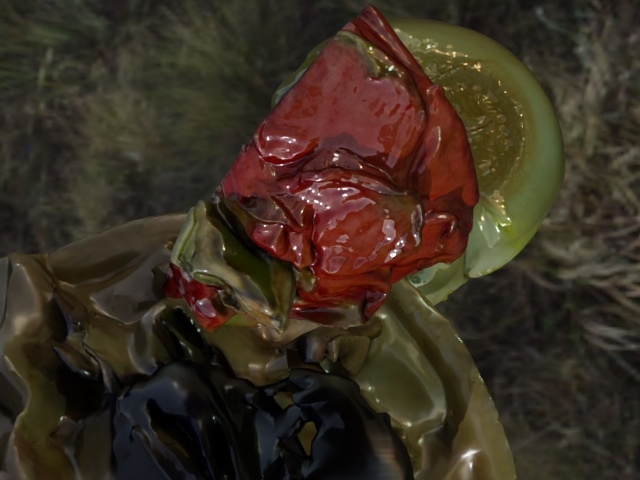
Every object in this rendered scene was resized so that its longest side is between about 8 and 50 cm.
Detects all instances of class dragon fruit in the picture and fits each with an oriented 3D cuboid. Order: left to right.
[{"bbox_3d":[0.000,0.000,0.531,0.083,0.106,0.162,45,162,2],"label":"dragon fruit"}]

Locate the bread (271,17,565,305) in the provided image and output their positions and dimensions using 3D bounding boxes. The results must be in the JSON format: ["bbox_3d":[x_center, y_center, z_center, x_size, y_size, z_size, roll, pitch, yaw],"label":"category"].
[{"bbox_3d":[0.058,-0.054,0.977,0.105,0.213,0.213,124,135,-66],"label":"bread"}]

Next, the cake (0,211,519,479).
[{"bbox_3d":[-0.053,0.144,0.681,0.321,0.332,0.332,-141,59,-82],"label":"cake"}]
